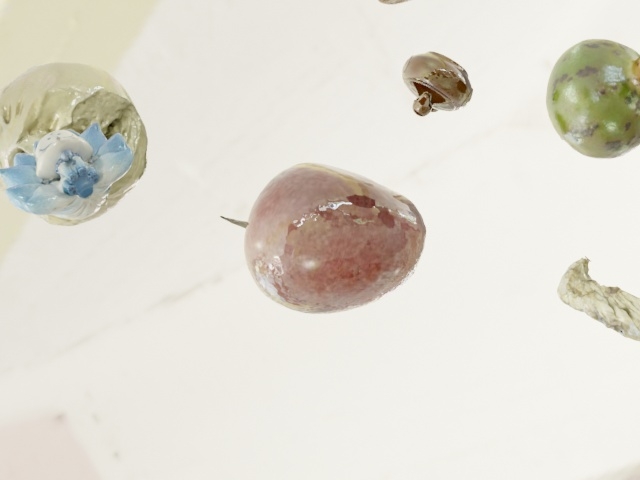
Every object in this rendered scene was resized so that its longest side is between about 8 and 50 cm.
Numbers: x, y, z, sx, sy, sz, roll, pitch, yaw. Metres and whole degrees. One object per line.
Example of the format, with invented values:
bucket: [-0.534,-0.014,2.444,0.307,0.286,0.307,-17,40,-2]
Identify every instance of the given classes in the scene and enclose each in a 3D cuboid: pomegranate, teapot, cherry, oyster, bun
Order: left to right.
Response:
bun: [-0.280,-0.098,1.909,0.193,0.178,0.128,-20,20,44]
cherry: [0.000,0.000,2.430,0.236,0.286,0.212,-64,-18,-75]
teapot: [0.145,-0.194,2.291,0.078,0.098,0.129,-60,-1,-6]
pomegranate: [0.385,-0.184,2.233,0.220,0.156,0.156,-9,-11,28]
oyster: [0.351,0.094,1.981,0.061,0.200,0.106,-41,-62,-10]

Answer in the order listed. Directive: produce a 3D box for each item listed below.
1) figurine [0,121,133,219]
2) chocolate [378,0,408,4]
figurine: [-0.215,-0.061,1.470,0.114,0.114,0.079,-30,-50,-7]
chocolate: [0.094,-0.252,1.688,0.031,0.064,0.101,26,-20,-29]
